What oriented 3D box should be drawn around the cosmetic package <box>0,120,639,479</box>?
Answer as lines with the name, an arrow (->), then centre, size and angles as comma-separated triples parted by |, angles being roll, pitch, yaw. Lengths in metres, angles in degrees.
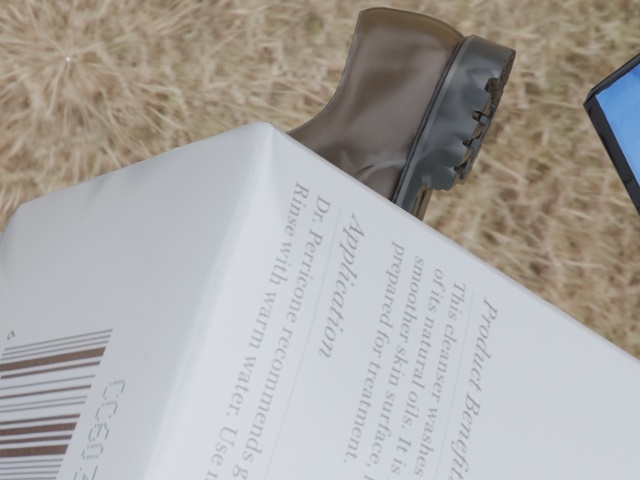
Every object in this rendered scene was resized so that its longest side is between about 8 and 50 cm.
cosmetic package -> 0.052, 0.151, 0.527 | 0.385, 0.156, 0.217 | 34, 63, -30

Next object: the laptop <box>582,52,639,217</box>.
laptop -> 0.388, -0.087, 1.278 | 0.234, 0.264, 0.136 | 52, 56, -45

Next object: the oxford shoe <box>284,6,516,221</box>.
oxford shoe -> 0.000, 0.000, 0.718 | 0.096, 0.083, 0.227 | 25, 89, 7
